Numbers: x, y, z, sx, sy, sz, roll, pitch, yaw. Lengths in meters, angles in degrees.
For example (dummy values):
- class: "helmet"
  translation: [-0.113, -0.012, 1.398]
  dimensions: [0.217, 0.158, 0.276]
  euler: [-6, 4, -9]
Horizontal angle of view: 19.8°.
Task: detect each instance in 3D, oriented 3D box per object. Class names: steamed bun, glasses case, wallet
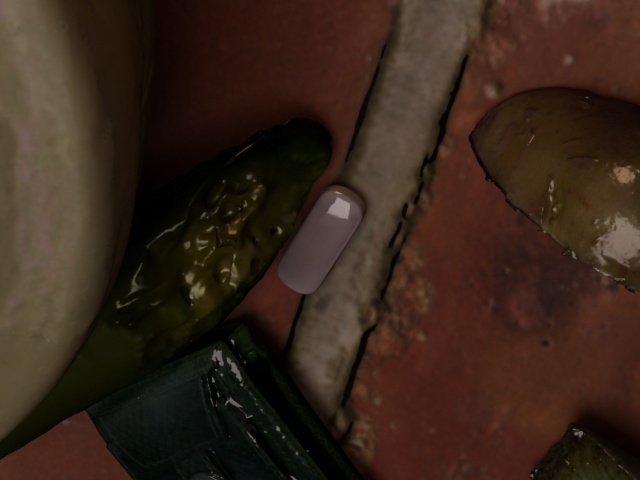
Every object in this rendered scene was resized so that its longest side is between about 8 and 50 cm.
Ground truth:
- class: "steamed bun"
  translation: [-0.230, -0.108, 1.001]
  dimensions: [0.290, 0.371, 0.455]
  euler: [2, 124, 3]
- class: "glasses case"
  translation: [0.000, 0.000, 1.170]
  dimensions: [0.032, 0.021, 0.083]
  euler: [31, 123, 0]
- class: "wallet"
  translation: [-0.047, 0.176, 1.266]
  dimensions: [0.160, 0.055, 0.236]
  euler: [-25, 107, 36]

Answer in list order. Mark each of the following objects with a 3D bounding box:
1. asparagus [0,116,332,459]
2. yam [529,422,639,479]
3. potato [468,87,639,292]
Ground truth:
- class: "asparagus"
  translation: [-0.145, 0.047, 1.190]
  dimensions: [0.382, 0.128, 0.108]
  euler: [-29, 112, 29]
- class: "yam"
  translation: [0.246, 0.220, 1.151]
  dimensions: [0.259, 0.106, 0.106]
  euler: [30, 123, 2]
- class: "potato"
  translation: [0.170, -0.041, 1.044]
  dimensions: [0.172, 0.100, 0.089]
  euler: [32, 118, 6]
